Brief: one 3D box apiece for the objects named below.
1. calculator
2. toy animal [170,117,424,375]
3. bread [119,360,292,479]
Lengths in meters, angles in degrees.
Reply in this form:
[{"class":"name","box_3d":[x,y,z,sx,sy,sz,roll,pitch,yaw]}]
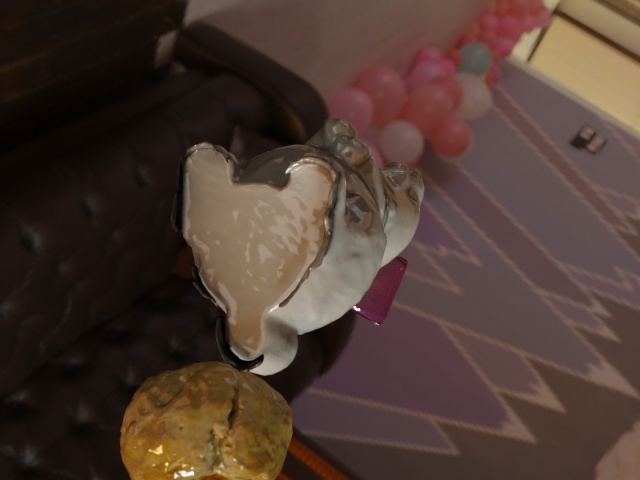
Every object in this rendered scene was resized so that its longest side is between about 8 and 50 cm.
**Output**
[{"class":"calculator","box_3d":[0.048,0.048,1.717,0.127,0.190,0.034,-66,-164,-13]},{"class":"toy animal","box_3d":[0.000,0.000,1.097,0.357,0.193,0.258,7,102,-67]},{"class":"bread","box_3d":[-0.152,0.272,1.344,0.244,0.244,0.134,111,-25,-43]}]
